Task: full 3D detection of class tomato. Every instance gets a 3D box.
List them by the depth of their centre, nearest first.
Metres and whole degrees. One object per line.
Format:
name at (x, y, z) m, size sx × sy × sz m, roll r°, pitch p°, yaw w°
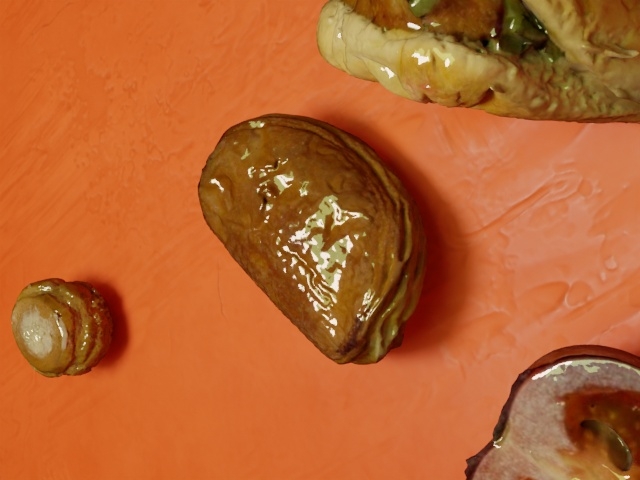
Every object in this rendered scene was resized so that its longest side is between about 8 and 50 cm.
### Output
tomato at (0.231, 0.183, 0.777) m, size 0.199 × 0.112 × 0.228 m, roll 37°, pitch 122°, yaw 17°

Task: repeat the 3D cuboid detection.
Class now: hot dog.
hot dog at (0.000, 0.000, 0.968) m, size 0.272 × 0.122 × 0.196 m, roll 42°, pitch 120°, yaw 27°

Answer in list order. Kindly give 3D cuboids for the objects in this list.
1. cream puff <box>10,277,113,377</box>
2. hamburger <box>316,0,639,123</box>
cream puff at (-0.326, 0.110, 1.270) m, size 0.144 × 0.103 × 0.126 m, roll 17°, pitch 108°, yaw 40°
hamburger at (0.122, -0.189, 0.793) m, size 0.330 × 0.209 × 0.162 m, roll 27°, pitch 110°, yaw 35°
